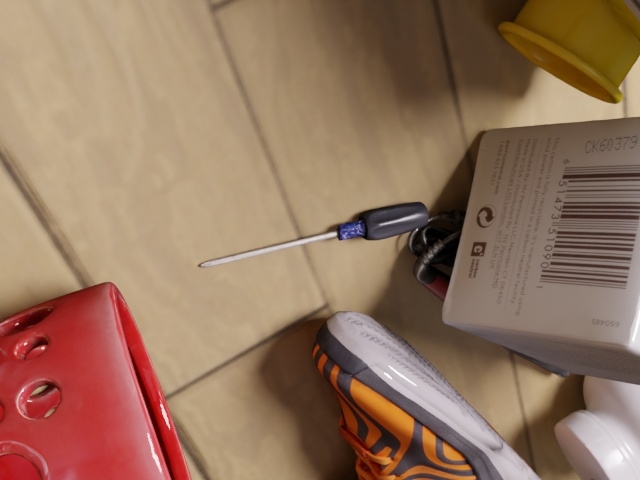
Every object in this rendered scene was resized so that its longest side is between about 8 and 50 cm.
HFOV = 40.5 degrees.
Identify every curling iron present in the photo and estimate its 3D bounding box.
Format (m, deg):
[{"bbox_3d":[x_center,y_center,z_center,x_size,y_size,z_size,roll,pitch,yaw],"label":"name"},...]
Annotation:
[{"bbox_3d":[0.156,0.059,0.725,0.068,0.035,0.274,-45,131,3],"label":"curling iron"}]

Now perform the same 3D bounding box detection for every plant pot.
[{"bbox_3d":[-0.168,0.138,0.498,0.174,0.191,0.191,-19,128,-7],"label":"plant pot"}]

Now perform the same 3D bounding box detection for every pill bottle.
[{"bbox_3d":[0.355,0.141,0.820,0.264,0.146,0.146,-32,130,-8],"label":"pill bottle"}]

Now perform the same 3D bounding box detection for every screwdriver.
[{"bbox_3d":[0.000,0.000,0.605,0.170,0.025,0.024,-16,126,-21],"label":"screwdriver"}]

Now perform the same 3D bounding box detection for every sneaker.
[{"bbox_3d":[0.055,0.193,0.697,0.180,0.124,0.321,-43,131,1],"label":"sneaker"}]

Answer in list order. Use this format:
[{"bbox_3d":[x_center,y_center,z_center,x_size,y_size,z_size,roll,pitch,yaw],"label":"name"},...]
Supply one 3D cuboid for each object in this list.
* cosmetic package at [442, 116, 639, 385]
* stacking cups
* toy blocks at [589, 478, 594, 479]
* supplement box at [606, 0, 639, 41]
[{"bbox_3d":[0.213,0.017,0.621,0.183,0.151,0.151,24,76,-39],"label":"cosmetic package"},{"bbox_3d":[0.234,-0.247,0.547,0.096,0.096,0.316,23,102,-38],"label":"stacking cups"},{"bbox_3d":[0.191,0.252,0.740,0.148,0.054,0.123,-31,163,-9],"label":"toy blocks"},{"bbox_3d":[0.182,-0.239,0.378,0.356,0.195,0.194,40,96,-22],"label":"supplement box"}]
